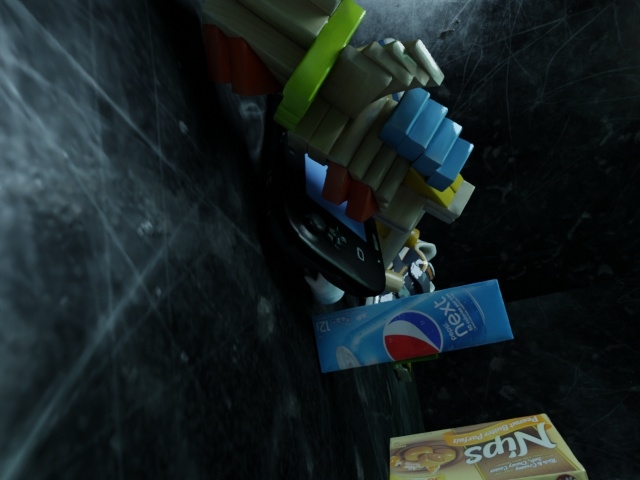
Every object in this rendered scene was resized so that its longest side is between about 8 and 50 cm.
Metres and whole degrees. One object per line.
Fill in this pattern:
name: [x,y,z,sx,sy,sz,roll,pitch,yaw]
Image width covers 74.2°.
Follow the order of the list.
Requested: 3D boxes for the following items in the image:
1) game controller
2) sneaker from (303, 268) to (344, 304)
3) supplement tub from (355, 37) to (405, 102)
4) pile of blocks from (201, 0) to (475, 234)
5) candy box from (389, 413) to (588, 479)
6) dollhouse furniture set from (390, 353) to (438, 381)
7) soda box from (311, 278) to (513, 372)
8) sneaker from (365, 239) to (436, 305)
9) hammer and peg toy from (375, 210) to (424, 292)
game controller: [0.006,-0.077,0.522,0.167,0.067,0.319,28,38,-28]
sneaker: [0.000,0.000,0.533,0.061,0.054,0.152,52,25,-55]
supplement tub: [0.056,-0.271,0.783,0.144,0.200,0.144,-14,90,-79]
pile of blocks: [0.036,-0.090,0.385,0.362,0.112,0.149,35,-8,-34]
candy box: [0.289,0.424,0.777,0.183,0.317,0.087,-31,107,-79]
dollhouse furniture set: [0.307,0.342,1.448,0.301,0.152,0.197,63,16,-51]
soda box: [0.102,0.101,0.495,0.071,0.210,0.067,42,35,-73]
sneaker: [0.199,0.108,1.013,0.321,0.128,0.126,-66,145,-39]
hammer and peg toy: [0.135,-0.084,0.828,0.361,0.128,0.265,-81,-166,-56]
